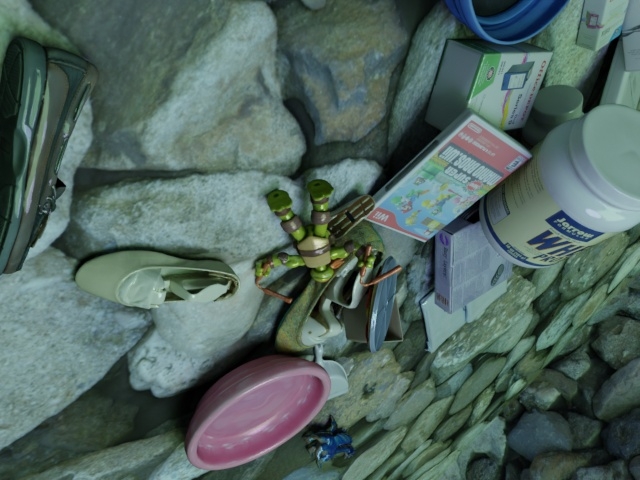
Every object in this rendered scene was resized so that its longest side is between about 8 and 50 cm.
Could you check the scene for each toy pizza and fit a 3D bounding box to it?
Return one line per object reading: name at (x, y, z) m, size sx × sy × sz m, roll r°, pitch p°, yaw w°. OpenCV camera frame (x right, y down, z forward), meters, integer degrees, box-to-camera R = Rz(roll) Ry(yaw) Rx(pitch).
toy pizza at (0.119, 0.129, 1.003) m, size 0.201 × 0.032 × 0.201 m, roll 9°, pitch 90°, yaw -72°

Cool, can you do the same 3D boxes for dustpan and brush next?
dustpan and brush at (0.001, 0.323, 1.205) m, size 0.147 × 0.060 × 0.211 m, roll -15°, pitch 139°, yaw -16°

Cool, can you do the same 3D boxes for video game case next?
video game case at (0.240, -0.110, 0.957) m, size 0.204 × 0.025 × 0.285 m, roll 18°, pitch 132°, yaw -37°

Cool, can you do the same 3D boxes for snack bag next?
snack bag at (0.439, 0.169, 1.479) m, size 0.342 × 0.037 × 0.323 m, roll -36°, pitch 141°, yaw -13°

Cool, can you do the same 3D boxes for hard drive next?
hard drive at (0.741, -0.306, 1.233) m, size 0.233 × 0.047 × 0.353 m, roll 29°, pitch 78°, yaw -51°

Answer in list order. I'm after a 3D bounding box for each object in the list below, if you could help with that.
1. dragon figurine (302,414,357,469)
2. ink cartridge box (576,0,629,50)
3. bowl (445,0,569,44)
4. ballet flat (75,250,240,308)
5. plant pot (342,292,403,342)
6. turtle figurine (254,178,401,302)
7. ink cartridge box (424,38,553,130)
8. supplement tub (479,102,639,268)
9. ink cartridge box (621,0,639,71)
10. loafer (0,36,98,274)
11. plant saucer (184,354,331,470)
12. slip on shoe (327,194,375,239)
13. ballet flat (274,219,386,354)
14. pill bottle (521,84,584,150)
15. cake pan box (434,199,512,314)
dragon figurine at (0.032, 0.564, 1.407) m, size 0.144 × 0.085 × 0.289 m, roll -30°, pitch 139°, yaw -20°
ink cartridge box at (0.610, -0.488, 1.056) m, size 0.088 × 0.052 × 0.122 m, roll -34°, pitch 141°, yaw -16°
bowl at (0.327, -0.509, 0.747) m, size 0.391 × 0.077 × 0.391 m, roll -27°, pitch 139°, yaw -27°
ballet flat at (-0.229, 0.065, 0.741) m, size 0.248 × 0.086 × 0.086 m, roll 2°, pitch 121°, yaw -43°
plant pot at (0.113, 0.183, 1.128) m, size 0.096 × 0.109 × 0.109 m, roll -19°, pitch 161°, yaw 40°
turtle figurine at (0.000, 0.000, 0.864) m, size 0.269 × 0.087 × 0.217 m, roll -6°, pitch 129°, yaw 10°
ink cartridge box at (0.318, -0.290, 0.928) m, size 0.212 × 0.093 × 0.154 m, roll -16°, pitch 132°, yaw -35°
supplement tub at (0.501, -0.097, 0.994) m, size 0.235 × 0.235 × 0.325 m, roll -28°, pitch 168°, yaw -22°
ink cartridge box at (0.749, -0.505, 1.082) m, size 0.158 × 0.092 × 0.218 m, roll -32°, pitch 115°, yaw -18°
loafer at (-0.309, -0.077, 0.541) m, size 0.084 × 0.096 × 0.268 m, roll -2°, pitch 122°, yaw -49°
plant saucer at (-0.136, 0.358, 1.055) m, size 0.332 × 0.084 × 0.332 m, roll -23°, pitch 141°, yaw -20°
slip on shoe at (0.042, -0.042, 0.930) m, size 0.135 × 0.041 × 0.051 m, roll -37°, pitch 96°, yaw 1°
ballet flat at (0.019, 0.122, 0.992) m, size 0.123 × 0.123 × 0.349 m, roll 12°, pitch 114°, yaw -47°
pill bottle at (0.540, -0.231, 1.145) m, size 0.136 × 0.136 × 0.246 m, roll -38°, pitch 141°, yaw -11°
cake pan box at (0.402, 0.029, 1.269) m, size 0.245 × 0.070 × 0.267 m, roll -28°, pitch 128°, yaw -25°
